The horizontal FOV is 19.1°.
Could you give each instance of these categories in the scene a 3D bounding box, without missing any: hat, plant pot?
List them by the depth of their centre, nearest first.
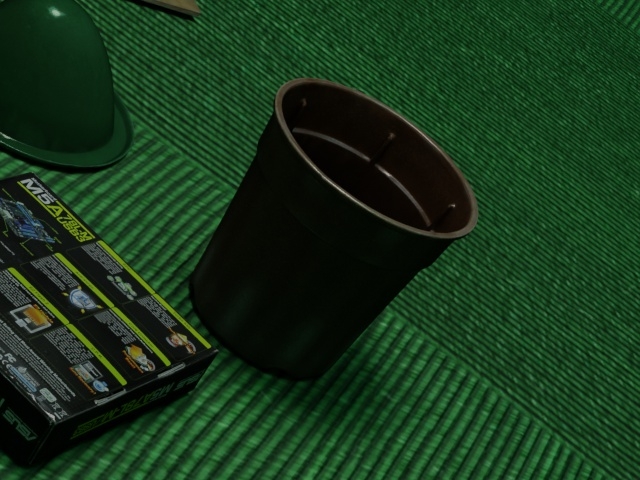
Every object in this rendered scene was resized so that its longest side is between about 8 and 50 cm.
[{"bbox_3d":[0.000,0.000,1.363,0.167,0.165,0.167,26,29,-15],"label":"plant pot"},{"bbox_3d":[-0.185,-0.174,1.409,0.173,0.183,0.208,45,29,18],"label":"hat"}]

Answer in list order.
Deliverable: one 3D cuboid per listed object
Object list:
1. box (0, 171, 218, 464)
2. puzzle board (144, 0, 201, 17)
[{"bbox_3d":[-0.186,0.043,1.220,0.190,0.045,0.184,42,26,15],"label":"box"},{"bbox_3d":[-0.169,-0.252,1.739,0.096,0.011,0.128,12,35,-35],"label":"puzzle board"}]
